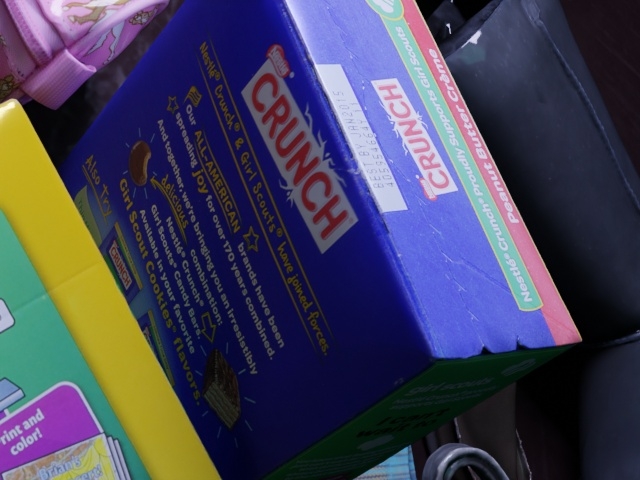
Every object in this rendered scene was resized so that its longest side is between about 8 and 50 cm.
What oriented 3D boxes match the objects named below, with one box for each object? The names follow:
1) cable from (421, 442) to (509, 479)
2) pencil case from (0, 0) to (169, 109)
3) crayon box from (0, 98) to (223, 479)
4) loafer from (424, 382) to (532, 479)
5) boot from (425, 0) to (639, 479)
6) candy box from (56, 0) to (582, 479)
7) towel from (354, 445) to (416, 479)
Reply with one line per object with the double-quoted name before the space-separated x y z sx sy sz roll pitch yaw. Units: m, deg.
"cable" 0.188 0.278 1.010 0.139 0.072 0.287 -31 112 -19
"pencil case" -0.257 -0.267 0.805 0.167 0.160 0.386 -43 105 -40
"crayon box" -0.235 0.145 0.585 0.363 0.106 0.313 -33 98 -40
"loafer" 0.129 0.133 1.038 0.080 0.078 0.220 -22 90 -41
"boot" 0.212 0.015 1.022 0.445 0.146 0.367 61 24 -23
"candy box" -0.036 0.014 0.751 0.122 0.317 0.268 -6 65 -40
"towel" -0.061 0.226 0.881 0.370 0.040 0.271 1 74 -39
